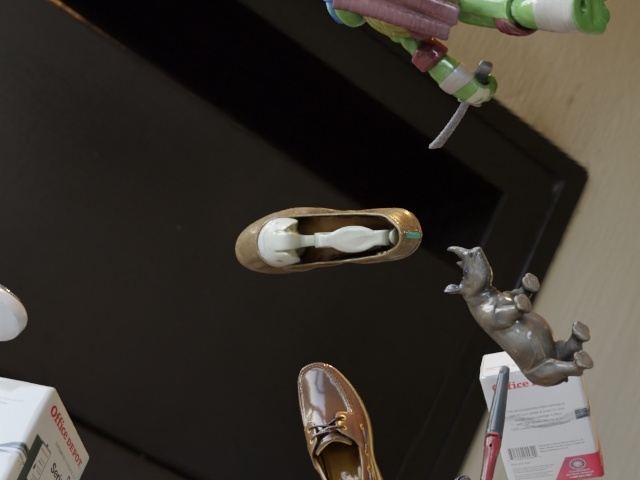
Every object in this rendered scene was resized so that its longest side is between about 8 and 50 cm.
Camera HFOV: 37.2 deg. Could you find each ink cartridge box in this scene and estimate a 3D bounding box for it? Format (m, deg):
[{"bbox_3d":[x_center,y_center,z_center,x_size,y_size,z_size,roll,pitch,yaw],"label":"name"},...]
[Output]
[{"bbox_3d":[0.403,0.316,1.728,0.172,0.100,0.237,-13,-73,17],"label":"ink cartridge box"},{"bbox_3d":[-0.347,0.277,1.037,0.087,0.208,0.153,5,-43,13],"label":"ink cartridge box"}]

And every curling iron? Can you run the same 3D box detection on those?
[{"bbox_3d":[0.271,0.328,1.561,0.068,0.274,0.035,26,-25,-5],"label":"curling iron"}]

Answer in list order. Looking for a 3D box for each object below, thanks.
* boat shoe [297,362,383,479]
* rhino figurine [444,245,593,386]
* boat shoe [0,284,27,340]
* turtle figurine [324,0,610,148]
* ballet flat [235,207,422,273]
[{"bbox_3d":[0.018,0.195,0.929,0.060,0.064,0.178,55,13,-60],"label":"boat shoe"},{"bbox_3d":[0.253,0.098,1.271,0.243,0.073,0.106,46,-41,13],"label":"rhino figurine"},{"bbox_3d":[-0.554,0.061,1.451,0.301,0.102,0.108,16,-55,22],"label":"boat shoe"},{"bbox_3d":[0.159,-0.245,0.928,0.266,0.197,0.275,0,-26,43],"label":"turtle figurine"},{"bbox_3d":[0.000,0.000,1.627,0.343,0.116,0.124,-2,2,15],"label":"ballet flat"}]
